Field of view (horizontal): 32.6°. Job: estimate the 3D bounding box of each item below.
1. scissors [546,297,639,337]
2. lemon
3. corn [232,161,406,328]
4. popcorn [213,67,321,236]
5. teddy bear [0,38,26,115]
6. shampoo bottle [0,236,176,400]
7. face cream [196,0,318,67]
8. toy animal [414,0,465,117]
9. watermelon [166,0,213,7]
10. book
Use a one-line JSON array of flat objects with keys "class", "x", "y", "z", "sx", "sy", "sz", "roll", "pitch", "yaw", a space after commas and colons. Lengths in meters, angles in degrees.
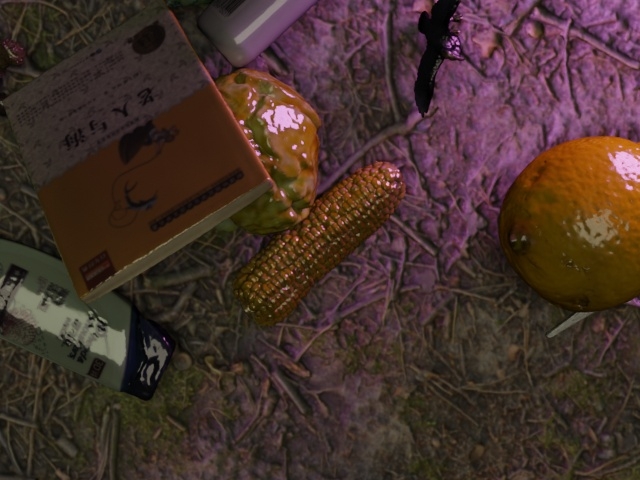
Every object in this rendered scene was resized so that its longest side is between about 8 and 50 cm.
[{"class": "scissors", "x": 0.403, "y": 0.087, "z": 1.566, "sx": 0.189, "sy": 0.015, "sz": 0.100, "roll": -34, "pitch": 93, "yaw": 4}, {"class": "lemon", "x": 0.366, "y": -0.027, "z": 1.452, "sx": 0.253, "sy": 0.228, "sz": 0.228, "roll": -30, "pitch": 95, "yaw": 0}, {"class": "corn", "x": 0.000, "y": 0.000, "z": 1.509, "sx": 0.292, "sy": 0.101, "sz": 0.101, "roll": -42, "pitch": 94, "yaw": 4}, {"class": "popcorn", "x": -0.086, "y": -0.116, "z": 1.446, "sx": 0.184, "sy": 0.204, "sz": 0.221, "roll": -13, "pitch": 72, "yaw": 8}, {"class": "teddy bear", "x": -0.475, "y": -0.221, "z": 1.500, "sx": 0.119, "sy": 0.078, "sz": 0.160, "roll": 21, "pitch": 112, "yaw": -24}, {"class": "shampoo bottle", "x": -0.374, "y": 0.094, "z": 1.522, "sx": 0.359, "sy": 0.078, "sz": 0.134, "roll": 25, "pitch": 90, "yaw": -3}, {"class": "face cream", "x": -0.017, "y": -0.371, "z": 1.450, "sx": 0.337, "sy": 0.163, "sz": 0.080, "roll": -42, "pitch": 119, "yaw": 2}, {"class": "toy animal", "x": 0.165, "y": -0.274, "z": 1.488, "sx": 0.062, "sy": 0.108, "sz": 0.220, "roll": 12, "pitch": 129, "yaw": -5}, {"class": "watermelon", "x": -0.198, "y": -0.380, "z": 1.473, "sx": 0.158, "sy": 0.121, "sz": 0.098, "roll": 34, "pitch": 115, "yaw": 1}, {"class": "book", "x": -0.244, "y": -0.128, "z": 1.381, "sx": 0.269, "sy": 0.032, "sz": 0.389, "roll": -33, "pitch": 53, "yaw": 1}]
